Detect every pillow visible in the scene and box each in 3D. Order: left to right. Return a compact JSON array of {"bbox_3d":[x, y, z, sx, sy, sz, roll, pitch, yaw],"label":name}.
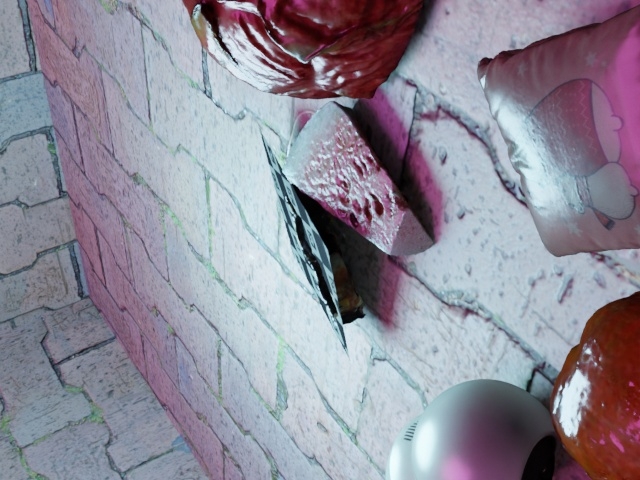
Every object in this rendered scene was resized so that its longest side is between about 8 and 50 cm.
[{"bbox_3d":[0.257,-0.090,0.729,0.223,0.084,0.236,-1,113,60],"label":"pillow"}]

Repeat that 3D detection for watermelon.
[{"bbox_3d":[0.066,-0.076,1.101,0.241,0.094,0.154,53,140,23],"label":"watermelon"}]

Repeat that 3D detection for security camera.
[{"bbox_3d":[0.197,0.274,1.002,0.194,0.194,0.236,54,150,24],"label":"security camera"}]

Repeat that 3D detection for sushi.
[{"bbox_3d":[0.000,0.000,1.271,0.294,0.059,0.292,77,167,-47],"label":"sushi"}]

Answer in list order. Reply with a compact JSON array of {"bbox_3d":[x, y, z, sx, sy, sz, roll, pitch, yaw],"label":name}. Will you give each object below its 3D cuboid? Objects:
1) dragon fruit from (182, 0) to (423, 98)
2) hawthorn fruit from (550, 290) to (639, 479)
[{"bbox_3d":[-0.006,-0.324,0.948,0.330,0.302,0.240,-10,72,51],"label":"dragon fruit"},{"bbox_3d":[0.333,0.149,0.645,0.299,0.211,0.211,26,132,54],"label":"hawthorn fruit"}]
